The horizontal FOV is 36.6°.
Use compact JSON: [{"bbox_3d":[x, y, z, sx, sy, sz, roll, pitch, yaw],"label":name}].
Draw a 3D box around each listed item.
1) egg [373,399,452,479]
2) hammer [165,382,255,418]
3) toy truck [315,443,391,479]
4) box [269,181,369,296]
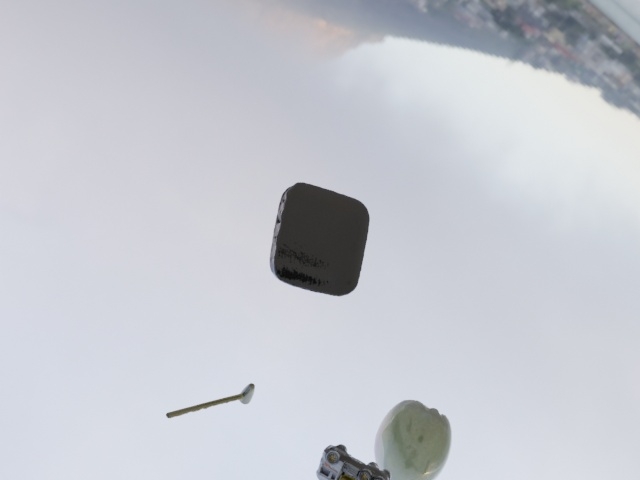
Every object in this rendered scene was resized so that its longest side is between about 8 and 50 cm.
[{"bbox_3d":[0.214,0.501,2.318,0.183,0.217,0.183,25,163,8],"label":"egg"},{"bbox_3d":[-0.227,0.338,2.017,0.195,0.060,0.028,-12,-121,-27],"label":"hammer"},{"bbox_3d":[0.053,0.362,1.463,0.123,0.063,0.052,27,-171,14],"label":"toy truck"},{"bbox_3d":[0.000,0.000,1.882,0.201,0.042,0.213,18,-111,-26],"label":"box"}]
